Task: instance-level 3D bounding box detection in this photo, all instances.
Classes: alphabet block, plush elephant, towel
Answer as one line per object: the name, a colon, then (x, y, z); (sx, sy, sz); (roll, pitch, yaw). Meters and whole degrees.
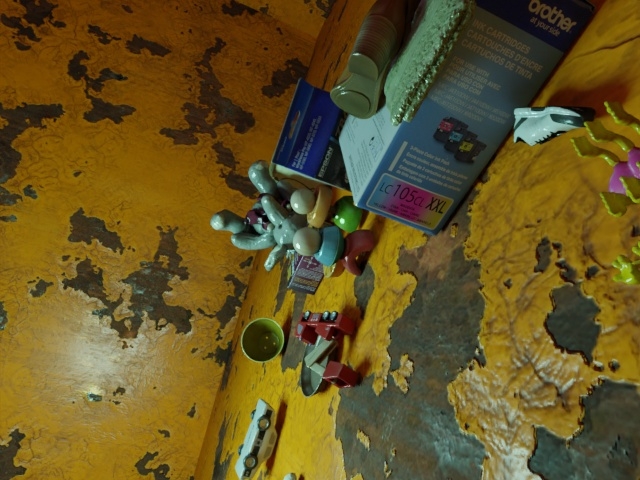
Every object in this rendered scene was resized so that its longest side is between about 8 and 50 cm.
alphabet block: (-0.071, -0.262, 1.447); (0.197, 0.192, 0.193); (131, 155, -57)
plush elephant: (-0.129, -0.058, 1.244); (0.272, 0.330, 0.255); (-49, 19, -16)
towel: (0.116, -0.215, 0.475); (0.110, 0.027, 0.148); (-93, 26, -48)

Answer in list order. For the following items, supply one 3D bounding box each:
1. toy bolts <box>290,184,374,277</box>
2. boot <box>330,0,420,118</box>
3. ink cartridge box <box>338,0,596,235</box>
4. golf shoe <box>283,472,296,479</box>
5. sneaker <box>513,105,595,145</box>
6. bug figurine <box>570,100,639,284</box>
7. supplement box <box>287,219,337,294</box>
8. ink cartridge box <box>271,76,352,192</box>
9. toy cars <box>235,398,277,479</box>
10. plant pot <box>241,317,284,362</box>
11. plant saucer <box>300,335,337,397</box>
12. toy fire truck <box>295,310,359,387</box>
toy bolts: (0.000, 0.000, 0.926); (0.228, 0.158, 0.218); (-110, 35, -62)
boot: (0.084, -0.269, 0.583); (0.152, 0.073, 0.197); (-63, 4, -9)
ink cartridge box: (0.181, -0.249, 0.603); (0.270, 0.151, 0.395); (-96, 27, -53)
golf shoe: (-0.099, 0.544, 0.804); (0.069, 0.086, 0.176); (114, 176, -64)
sneaker: (0.251, -0.124, 0.447); (0.109, 0.040, 0.044); (-116, 29, -74)
bug figurine: (0.263, -0.044, 0.229); (0.216, 0.072, 0.279); (119, 158, -55)
supplement box: (-0.022, 0.042, 1.132); (0.104, 0.081, 0.188); (-97, 28, -57)
ink cartridge box: (0.034, -0.198, 0.867); (0.332, 0.065, 0.165); (2, -70, -62)
toy cars: (-0.153, 0.584, 0.993); (0.176, 0.087, 0.394); (-56, 18, 33)
plant pot: (-0.173, 0.320, 1.305); (0.095, 0.134, 0.134); (73, -152, -70)
plant saucer: (-0.002, 0.262, 0.912); (0.168, 0.029, 0.168); (-161, 90, -75)
toy fire truck: (0.008, 0.208, 0.811); (0.192, 0.047, 0.135); (-11, 47, 50)
